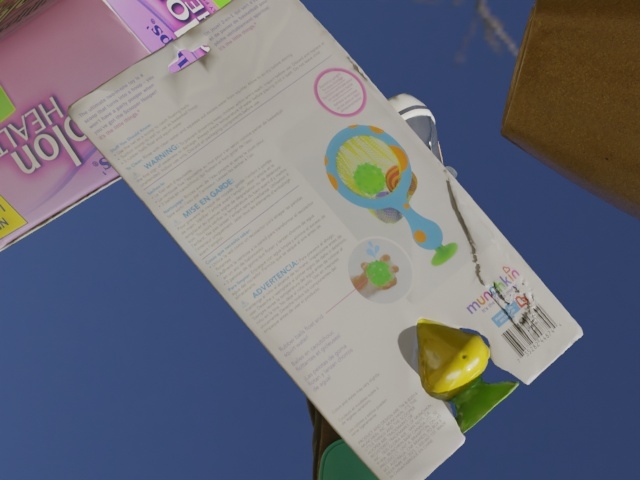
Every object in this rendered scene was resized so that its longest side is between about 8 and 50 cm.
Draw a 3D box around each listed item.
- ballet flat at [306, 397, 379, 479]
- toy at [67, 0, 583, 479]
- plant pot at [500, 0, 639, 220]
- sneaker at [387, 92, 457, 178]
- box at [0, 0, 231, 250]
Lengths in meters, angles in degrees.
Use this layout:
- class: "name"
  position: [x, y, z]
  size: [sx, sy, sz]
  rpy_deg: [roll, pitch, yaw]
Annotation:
- class: "ballet flat"
  position: [0.037, 0.171, 1.484]
  size: [0.095, 0.096, 0.280]
  rpy_deg: [-8, -105, 7]
- class: "toy"
  position: [0.000, 0.000, 0.806]
  size: [0.237, 0.137, 0.056]
  rpy_deg: [48, -29, 9]
- class: "plant pot"
  position: [0.284, -0.110, 1.359]
  size: [0.237, 0.254, 0.237]
  rpy_deg: [14, 90, -87]
- class: "sneaker"
  position: [0.091, -0.036, 1.731]
  size: [0.127, 0.126, 0.321]
  rpy_deg: [52, -10, 19]
- class: "box"
  position: [-0.143, -0.140, 1.108]
  size: [0.213, 0.117, 0.243]
  rpy_deg: [-27, -155, 34]
